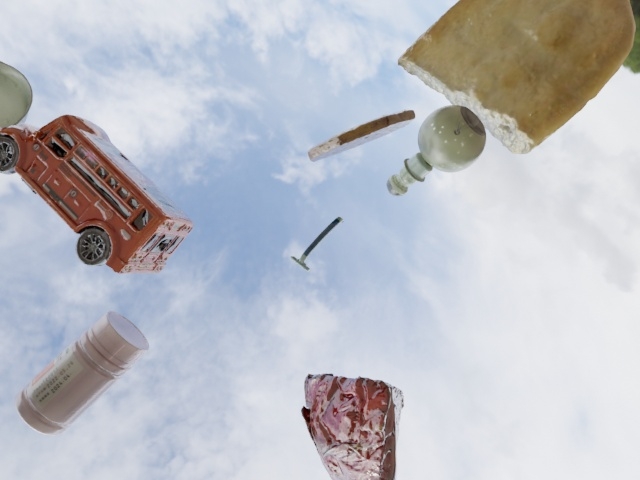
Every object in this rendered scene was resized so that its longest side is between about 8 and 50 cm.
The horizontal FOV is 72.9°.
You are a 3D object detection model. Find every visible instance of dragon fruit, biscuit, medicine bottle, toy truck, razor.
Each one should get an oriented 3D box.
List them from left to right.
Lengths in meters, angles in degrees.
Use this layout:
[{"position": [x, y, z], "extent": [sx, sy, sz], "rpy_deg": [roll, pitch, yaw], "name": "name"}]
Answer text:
[{"position": [-0.511, 0.285, 0.943], "extent": [0.250, 0.133, 0.133], "rpy_deg": [-43, -84, -7], "name": "medicine bottle"}, {"position": [-0.290, -0.069, 0.554], "extent": [0.253, 0.114, 0.107], "rpy_deg": [43, -176, 9], "name": "toy truck"}, {"position": [-0.001, -0.001, 1.236], "extent": [0.068, 0.037, 0.191], "rpy_deg": [37, -106, 19], "name": "razor"}, {"position": [0.119, -0.320, 1.331], "extent": [0.359, 0.359, 0.046], "rpy_deg": [-25, -83, -41], "name": "biscuit"}, {"position": [0.088, 0.340, 0.866], "extent": [0.302, 0.330, 0.240], "rpy_deg": [36, -124, 22], "name": "dragon fruit"}, {"position": [0.469, -0.454, 1.007], "extent": [0.429, 0.446, 0.104], "rpy_deg": [58, -165, 28], "name": "biscuit"}]

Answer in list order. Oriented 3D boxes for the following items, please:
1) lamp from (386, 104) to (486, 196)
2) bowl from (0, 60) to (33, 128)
[{"position": [0.156, -0.117, 0.623], "extent": [0.091, 0.163, 0.091], "rpy_deg": [23, -134, -25], "name": "lamp"}, {"position": [-1.010, -0.378, 1.289], "extent": [0.314, 0.146, 0.313], "rpy_deg": [5, -114, -12], "name": "bowl"}]
